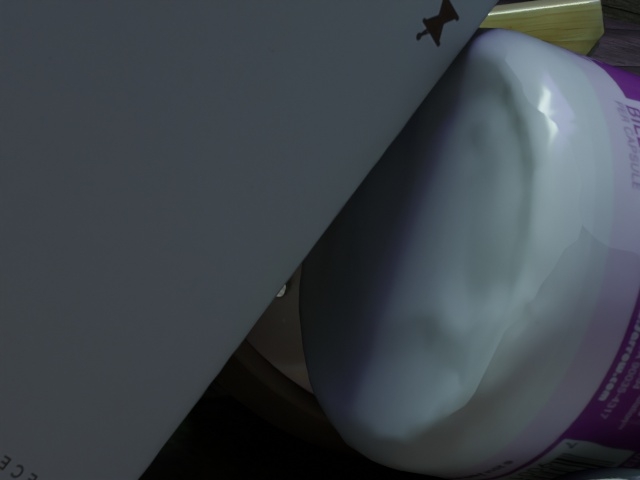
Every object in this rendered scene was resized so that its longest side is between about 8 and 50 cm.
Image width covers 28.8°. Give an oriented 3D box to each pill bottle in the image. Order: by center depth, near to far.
[{"bbox_3d":[0.157,0.030,0.520,0.302,0.169,0.169,14,11,-29],"label":"pill bottle"}]

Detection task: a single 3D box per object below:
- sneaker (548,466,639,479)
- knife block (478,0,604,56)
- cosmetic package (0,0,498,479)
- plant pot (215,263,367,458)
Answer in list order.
[{"bbox_3d":[0.102,0.140,0.302,0.145,0.090,0.270,-2,21,-36],"label":"sneaker"},{"bbox_3d":[0.063,-0.150,1.025,0.242,0.275,0.088,38,19,0],"label":"knife block"},{"bbox_3d":[-0.074,-0.095,0.409,0.155,0.365,0.197,23,-17,43],"label":"cosmetic package"},{"bbox_3d":[0.000,0.000,0.611,0.237,0.237,0.110,-6,-19,-38],"label":"plant pot"}]
